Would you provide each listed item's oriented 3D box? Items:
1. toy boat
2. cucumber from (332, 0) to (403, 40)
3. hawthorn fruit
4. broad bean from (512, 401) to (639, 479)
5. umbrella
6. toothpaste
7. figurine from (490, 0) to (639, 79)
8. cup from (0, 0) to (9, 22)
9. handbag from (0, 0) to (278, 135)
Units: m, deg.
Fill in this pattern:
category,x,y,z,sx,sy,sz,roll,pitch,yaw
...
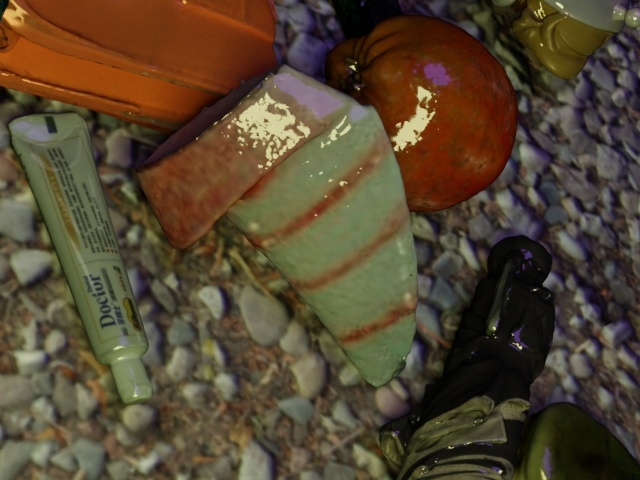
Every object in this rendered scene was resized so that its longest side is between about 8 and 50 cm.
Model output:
category,x,y,z,sx,sy,sz,roll,pitch,yaw
toy boat,0.000,0.000,1.249,0.282,0.206,0.096,52,20,-17
cucumber,0.040,-0.256,1.508,0.070,0.046,0.220,-8,69,-29
hawthorn fruit,0.085,-0.111,1.371,0.189,0.189,0.189,17,56,-26
broad bean,0.238,0.220,1.355,0.206,0.072,0.153,32,52,-30
umbrella,0.132,0.116,1.312,0.106,0.113,0.358,58,36,-30
toothpaste,-0.178,0.010,1.203,0.067,0.037,0.255,-9,66,-32
figurine,0.226,-0.299,1.611,0.194,0.133,0.274,24,38,-36
cup,-0.373,-0.193,1.048,0.292,0.242,0.308,40,32,-3
handbag,-0.178,-0.296,1.329,0.303,0.116,0.410,14,57,-29
